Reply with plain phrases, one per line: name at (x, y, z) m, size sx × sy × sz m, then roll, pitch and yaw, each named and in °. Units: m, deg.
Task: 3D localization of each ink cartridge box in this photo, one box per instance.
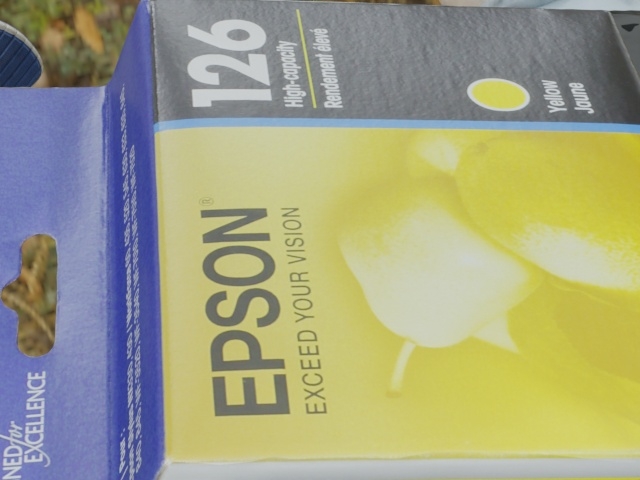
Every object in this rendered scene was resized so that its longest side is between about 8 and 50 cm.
ink cartridge box at (0.000, 0.000, 0.712) m, size 0.307 × 0.072 × 0.303 m, roll 1°, pitch 39°, yaw -9°

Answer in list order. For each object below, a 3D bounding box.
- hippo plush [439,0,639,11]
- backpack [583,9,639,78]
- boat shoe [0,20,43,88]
hippo plush at (0.253, -0.229, 1.428) m, size 0.294 × 0.236 × 0.234 m, roll -21°, pitch 78°, yaw 15°
backpack at (0.093, 0.063, 1.003) m, size 0.273 × 0.290 × 0.355 m, roll 10°, pitch 78°, yaw -10°
boat shoe at (-0.346, -0.208, 1.714) m, size 0.066 × 0.183 × 0.066 m, roll -46°, pitch 47°, yaw 8°
